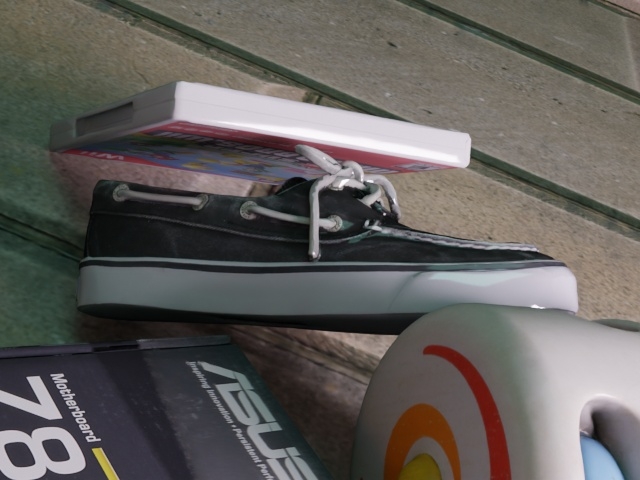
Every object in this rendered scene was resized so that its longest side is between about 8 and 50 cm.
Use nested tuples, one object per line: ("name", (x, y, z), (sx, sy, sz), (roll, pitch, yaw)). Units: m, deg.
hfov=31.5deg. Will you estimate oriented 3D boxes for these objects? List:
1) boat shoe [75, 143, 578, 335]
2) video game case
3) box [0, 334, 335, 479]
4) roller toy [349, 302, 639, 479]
("boat shoe", (0.001, 0.001, 0.692), (0.306, 0.105, 0.113), (1, -10, 19))
("video game case", (-0.057, -0.069, 0.803), (0.204, 0.025, 0.285), (7, -3, -27))
("box", (-0.089, 0.200, 0.425), (0.318, 0.097, 0.395), (2, 35, -39))
("roller toy", (0.103, 0.128, 0.583), (0.146, 0.191, 0.209), (7, 32, -25))
